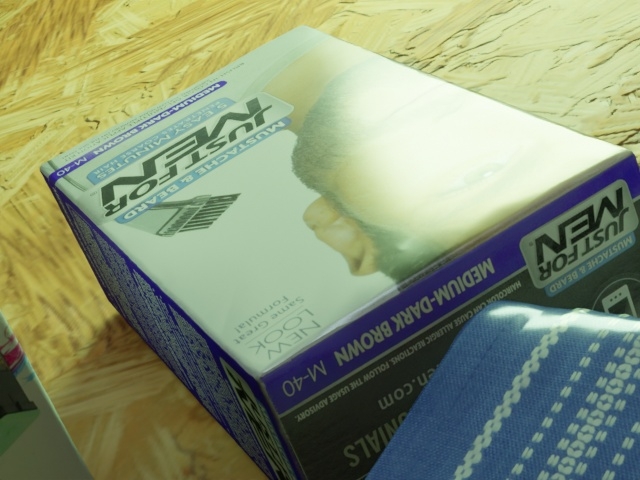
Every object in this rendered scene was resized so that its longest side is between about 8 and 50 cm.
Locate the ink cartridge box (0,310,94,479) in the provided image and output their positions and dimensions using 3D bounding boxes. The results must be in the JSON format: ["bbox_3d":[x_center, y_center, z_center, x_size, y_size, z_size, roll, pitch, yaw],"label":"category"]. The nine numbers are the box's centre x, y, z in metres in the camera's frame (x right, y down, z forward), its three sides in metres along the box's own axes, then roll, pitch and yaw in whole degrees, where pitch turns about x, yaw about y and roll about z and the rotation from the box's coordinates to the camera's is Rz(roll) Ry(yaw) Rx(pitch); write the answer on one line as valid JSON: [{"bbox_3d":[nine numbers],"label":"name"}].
[{"bbox_3d":[-0.231,0.074,0.597,0.201,0.278,0.117,-40,33,-28],"label":"ink cartridge box"}]

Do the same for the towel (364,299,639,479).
[{"bbox_3d":[0.114,0.135,0.407,0.336,0.040,0.243,10,57,47],"label":"towel"}]

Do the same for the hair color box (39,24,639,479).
[{"bbox_3d":[0.000,0.000,0.732,0.185,0.110,0.339,-31,28,-14],"label":"hair color box"}]
